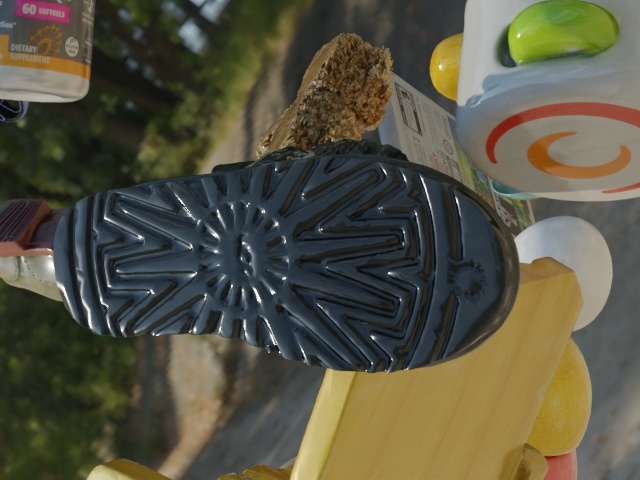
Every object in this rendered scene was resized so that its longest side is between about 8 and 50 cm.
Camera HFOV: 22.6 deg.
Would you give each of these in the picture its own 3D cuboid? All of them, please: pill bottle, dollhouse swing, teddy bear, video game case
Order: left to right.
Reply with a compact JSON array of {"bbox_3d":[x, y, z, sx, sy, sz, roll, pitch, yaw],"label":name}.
[{"bbox_3d":[-0.317,-0.293,1.710,0.162,0.162,0.278,172,101,-86],"label":"pill bottle"},{"bbox_3d":[-0.012,-0.098,2.020,0.245,0.113,0.338,-35,25,52],"label":"teddy bear"},{"bbox_3d":[0.003,0.141,1.332,0.347,0.315,0.305,-11,-69,-47],"label":"dollhouse swing"},{"bbox_3d":[0.194,-0.047,2.141,0.036,0.300,0.329,-37,41,27],"label":"video game case"}]

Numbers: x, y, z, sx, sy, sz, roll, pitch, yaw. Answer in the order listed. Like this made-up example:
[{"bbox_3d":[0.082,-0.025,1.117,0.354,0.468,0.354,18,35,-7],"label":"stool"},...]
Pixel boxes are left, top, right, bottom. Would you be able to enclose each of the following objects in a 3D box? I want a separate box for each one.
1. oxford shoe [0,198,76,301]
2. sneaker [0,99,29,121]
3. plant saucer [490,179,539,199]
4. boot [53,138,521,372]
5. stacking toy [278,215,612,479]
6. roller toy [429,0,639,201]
[{"bbox_3d":[-0.328,0.023,2.255,0.123,0.348,0.130,-55,-40,-35],"label":"oxford shoe"},{"bbox_3d":[-0.494,-0.225,2.212,0.081,0.232,0.090,-29,41,22],"label":"sneaker"},{"bbox_3d":[0.240,-0.078,1.719,0.119,0.021,0.119,-26,23,12],"label":"plant saucer"},{"bbox_3d":[0.020,-0.001,1.103,0.260,0.348,0.131,-8,-79,-56],"label":"boot"},{"bbox_3d":[0.178,0.180,1.741,0.350,0.350,0.480,-62,-3,-70],"label":"stacking toy"},{"bbox_3d":[0.198,-0.128,1.193,0.209,0.191,0.146,138,143,-59],"label":"roller toy"}]
